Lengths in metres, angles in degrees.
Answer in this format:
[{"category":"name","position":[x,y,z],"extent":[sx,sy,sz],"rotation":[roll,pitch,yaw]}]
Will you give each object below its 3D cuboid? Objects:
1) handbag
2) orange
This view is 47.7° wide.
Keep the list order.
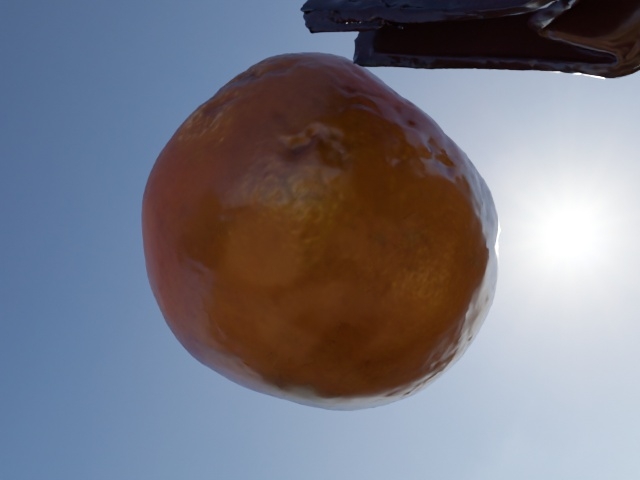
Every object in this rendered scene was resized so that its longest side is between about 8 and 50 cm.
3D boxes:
[{"category":"handbag","position":[0.107,-0.176,0.364],"extent":[0.074,0.216,0.203],"rotation":[37,-99,-33]},{"category":"orange","position":[0.000,0.000,0.532],"extent":[0.261,0.261,0.261],"rotation":[-20,-44,-21]}]
